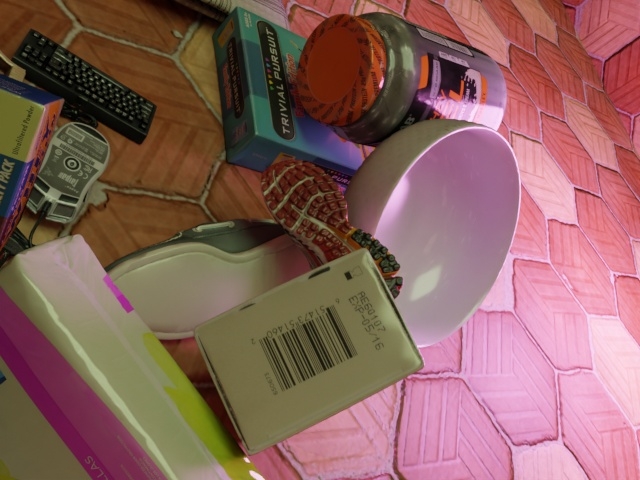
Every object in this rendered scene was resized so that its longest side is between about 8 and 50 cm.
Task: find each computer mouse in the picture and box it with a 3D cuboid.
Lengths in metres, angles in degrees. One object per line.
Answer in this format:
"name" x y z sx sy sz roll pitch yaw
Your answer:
"computer mouse" -0.292 -0.051 0.759 0.106 0.042 0.193 32 50 -18

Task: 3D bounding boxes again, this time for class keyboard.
"keyboard" -0.296 -0.188 0.866 0.180 0.023 0.108 30 45 -25

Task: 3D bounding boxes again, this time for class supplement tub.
"supplement tub" 0.128 -0.234 1.060 0.315 0.193 0.194 2 61 -43

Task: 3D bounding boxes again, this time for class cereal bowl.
"cereal bowl" 0.139 -0.020 1.003 0.338 0.339 0.141 -1 20 -45

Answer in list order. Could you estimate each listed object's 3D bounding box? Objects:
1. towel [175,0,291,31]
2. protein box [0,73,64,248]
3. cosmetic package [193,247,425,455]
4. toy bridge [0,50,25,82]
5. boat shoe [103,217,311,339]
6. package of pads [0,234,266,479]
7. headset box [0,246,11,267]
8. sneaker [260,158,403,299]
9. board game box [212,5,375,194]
"towel" -0.190 -0.490 1.143 0.324 0.056 0.312 12 55 -45
"protein box" -0.337 -0.091 0.564 0.199 0.136 0.201 20 7 -20
"cosmetic package" -0.018 0.119 0.675 0.160 0.309 0.113 -25 78 -8
"toy bridge" -0.381 -0.210 0.669 0.188 0.026 0.063 29 55 -36
"boat shoe" -0.136 0.034 0.834 0.319 0.116 0.099 -13 29 -41
"package of pads" -0.197 0.181 0.537 0.297 0.229 0.101 53 19 0
"headset box" -0.352 0.016 0.655 0.083 0.032 0.062 38 42 -21
"sneaker" 0.000 0.000 0.824 0.088 0.093 0.225 -31 76 -23
"board game box" -0.004 -0.206 1.124 0.336 0.079 0.254 14 53 -38
